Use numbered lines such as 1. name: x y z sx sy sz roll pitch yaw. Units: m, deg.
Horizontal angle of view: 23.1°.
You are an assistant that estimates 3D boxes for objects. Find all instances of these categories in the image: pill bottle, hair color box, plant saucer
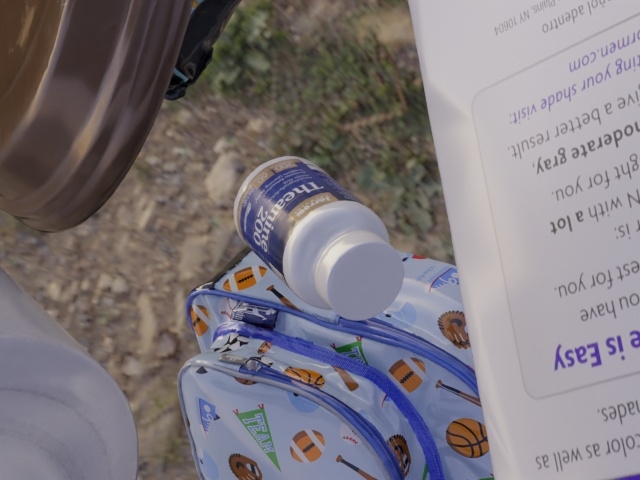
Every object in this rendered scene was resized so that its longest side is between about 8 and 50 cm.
1. pill bottle: 0.000 0.000 0.924 0.067 0.067 0.120 -52 35 3
2. hair color box: 0.146 0.047 0.442 0.185 0.110 0.338 -22 71 47
3. plant saucer: -0.115 -0.142 0.643 0.278 0.041 0.277 -13 75 61

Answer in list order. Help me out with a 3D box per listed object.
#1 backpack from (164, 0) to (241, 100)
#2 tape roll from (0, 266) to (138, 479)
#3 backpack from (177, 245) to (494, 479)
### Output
1. backpack: -0.153 -0.196 1.048 0.188 0.166 0.144 29 84 -20
2. tape roll: -0.189 0.069 0.382 0.169 0.246 0.246 41 94 23
3. backpack: 0.043 0.124 1.101 0.263 0.276 0.213 5 39 28
